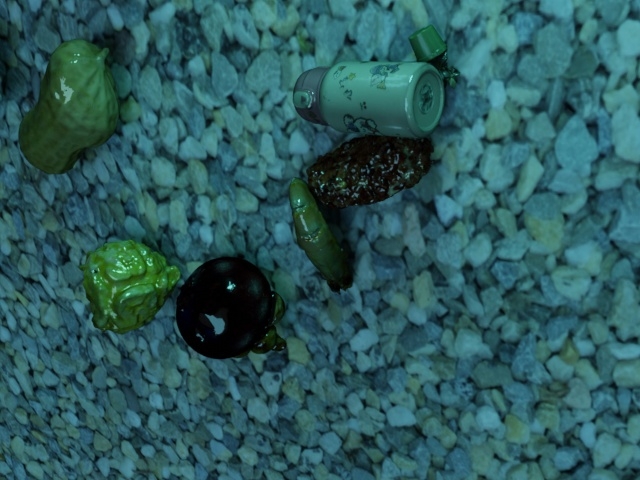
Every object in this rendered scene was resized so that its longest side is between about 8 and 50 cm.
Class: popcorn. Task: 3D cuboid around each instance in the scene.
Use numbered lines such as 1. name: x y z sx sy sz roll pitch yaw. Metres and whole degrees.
1. popcorn: -0.394 0.086 1.499 0.187 0.167 0.185 -31 99 37

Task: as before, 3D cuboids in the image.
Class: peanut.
1. peanut: -0.456 -0.226 1.379 0.159 0.143 0.291 49 128 7

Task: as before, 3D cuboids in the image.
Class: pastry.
1. pastry: 0.078 -0.113 1.211 0.208 0.115 0.097 -20 117 30

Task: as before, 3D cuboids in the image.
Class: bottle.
1. bottle: 0.062 -0.216 1.141 0.233 0.110 0.110 11 120 36

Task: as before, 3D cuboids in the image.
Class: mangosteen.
1. mangosteen: -0.157 0.137 1.418 0.230 0.194 0.194 27 130 -26

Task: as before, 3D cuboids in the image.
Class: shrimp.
1. shrimp: 0.001 0.000 1.298 0.061 0.145 0.267 -26 130 8

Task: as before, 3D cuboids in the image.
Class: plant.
1. plant: 0.171 -0.266 1.118 0.051 0.051 0.102 -23 109 33

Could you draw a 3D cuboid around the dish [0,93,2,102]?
1. dish: -0.697 -0.328 1.476 0.236 0.086 0.228 -2 115 26
